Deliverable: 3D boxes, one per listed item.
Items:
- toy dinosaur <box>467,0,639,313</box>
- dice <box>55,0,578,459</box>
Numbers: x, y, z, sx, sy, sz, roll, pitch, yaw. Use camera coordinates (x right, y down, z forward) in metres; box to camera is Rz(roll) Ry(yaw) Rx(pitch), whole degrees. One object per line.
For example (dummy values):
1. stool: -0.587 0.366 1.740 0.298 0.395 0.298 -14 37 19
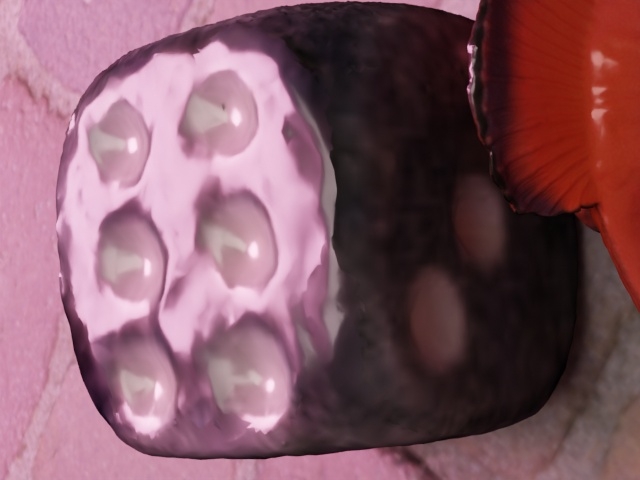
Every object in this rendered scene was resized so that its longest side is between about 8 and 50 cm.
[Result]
1. toy dinosaur: 0.108 -0.025 0.489 0.070 0.139 0.286 0 89 42
2. dice: 0.000 0.000 0.556 0.181 0.183 0.182 -10 84 39
